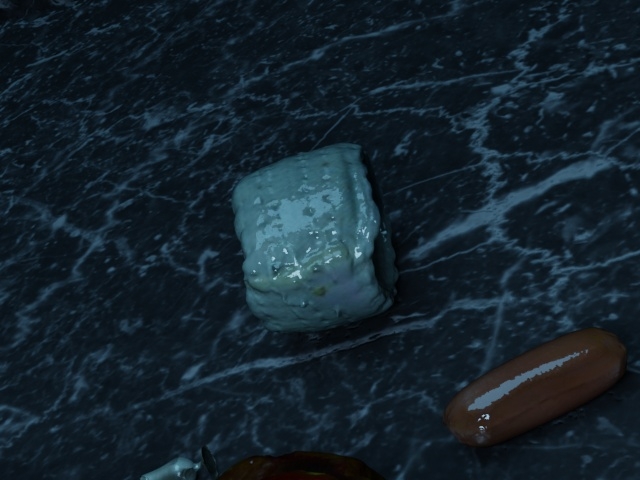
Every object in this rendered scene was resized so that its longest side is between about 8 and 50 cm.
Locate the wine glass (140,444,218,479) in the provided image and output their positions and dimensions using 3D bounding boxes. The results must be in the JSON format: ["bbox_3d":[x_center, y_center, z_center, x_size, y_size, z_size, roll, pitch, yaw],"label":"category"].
[{"bbox_3d":[-0.154,0.258,1.620,0.083,0.042,0.039,-24,-8,10],"label":"wine glass"}]

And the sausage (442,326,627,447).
[{"bbox_3d":[0.212,0.145,1.469,0.194,0.077,0.077,-27,30,0],"label":"sausage"}]

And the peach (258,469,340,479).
[{"bbox_3d":[-0.029,0.338,1.093,0.380,0.242,0.306,-38,22,23],"label":"peach"}]

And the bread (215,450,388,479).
[{"bbox_3d":[-0.013,0.299,1.349,0.246,0.135,0.232,-1,52,33],"label":"bread"}]

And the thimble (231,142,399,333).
[{"bbox_3d":[0.000,0.000,1.726,0.172,0.205,0.250,-15,15,9],"label":"thimble"}]
